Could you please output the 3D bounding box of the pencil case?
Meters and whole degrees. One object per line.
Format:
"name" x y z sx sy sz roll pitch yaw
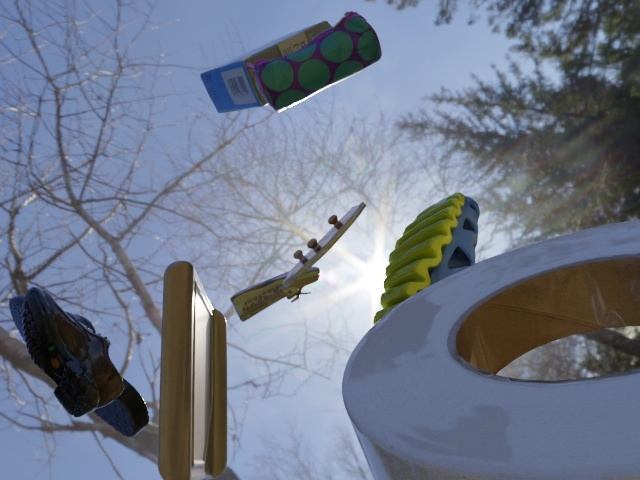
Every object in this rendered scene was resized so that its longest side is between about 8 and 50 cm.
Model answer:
"pencil case" -0.006 -0.215 0.697 0.151 0.064 0.070 -28 -56 5

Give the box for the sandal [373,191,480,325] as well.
"sandal" 0.154 0.081 0.764 0.138 0.126 0.318 29 -114 -14

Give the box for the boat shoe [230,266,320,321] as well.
"boat shoe" -0.125 0.155 1.734 0.104 0.285 0.089 -42 -69 -79

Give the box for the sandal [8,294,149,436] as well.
"sandal" -0.520 0.260 1.279 0.107 0.445 0.168 -36 -30 -45

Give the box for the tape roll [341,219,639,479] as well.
"tape roll" 0.207 0.080 0.437 0.392 0.391 0.072 -31 -75 -46

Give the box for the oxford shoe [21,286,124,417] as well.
"oxford shoe" -0.377 0.160 0.882 0.083 0.227 0.096 -50 -22 27

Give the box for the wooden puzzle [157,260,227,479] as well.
"wooden puzzle" -0.148 0.161 0.673 0.239 0.044 0.221 87 179 -70

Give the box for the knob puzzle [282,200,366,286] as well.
"knob puzzle" 0.000 0.000 0.964 0.213 0.030 0.213 -45 4 4

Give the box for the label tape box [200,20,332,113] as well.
"label tape box" -0.078 -0.428 1.375 0.347 0.249 0.115 -36 -66 -23
